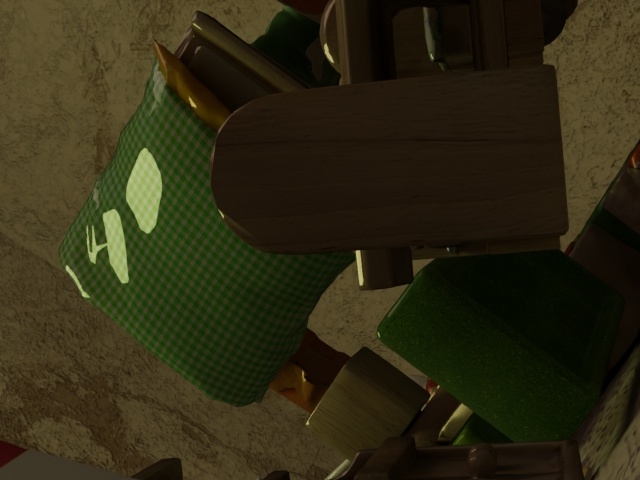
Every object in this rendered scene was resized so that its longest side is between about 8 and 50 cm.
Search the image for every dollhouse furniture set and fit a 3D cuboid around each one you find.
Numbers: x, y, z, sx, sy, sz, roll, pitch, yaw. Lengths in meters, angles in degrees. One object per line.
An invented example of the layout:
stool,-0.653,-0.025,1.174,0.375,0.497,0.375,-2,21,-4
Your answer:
dollhouse furniture set,0.000,0.000,0.437,0.212,0.161,0.242,4,-98,-80
dollhouse furniture set,-0.022,0.038,0.685,0.198,0.301,0.151,-57,-9,23

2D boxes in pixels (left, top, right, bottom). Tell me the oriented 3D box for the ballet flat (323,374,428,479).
ballet flat,0.028,0.295,1.166,0.400,0.139,0.139,-59,-8,2

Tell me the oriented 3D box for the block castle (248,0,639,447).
block castle,0.100,-0.086,0.805,0.453,0.303,0.213,-62,-11,29

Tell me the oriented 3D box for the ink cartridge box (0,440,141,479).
ink cartridge box,-0.057,0.134,0.341,0.072,0.175,0.127,-33,-45,-75

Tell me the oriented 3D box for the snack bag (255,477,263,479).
snack bag,-0.075,0.349,0.868,0.323,0.037,0.342,-52,-33,-14

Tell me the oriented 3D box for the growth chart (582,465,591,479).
growth chart,0.072,0.171,0.601,0.172,0.021,0.237,-58,-8,2
